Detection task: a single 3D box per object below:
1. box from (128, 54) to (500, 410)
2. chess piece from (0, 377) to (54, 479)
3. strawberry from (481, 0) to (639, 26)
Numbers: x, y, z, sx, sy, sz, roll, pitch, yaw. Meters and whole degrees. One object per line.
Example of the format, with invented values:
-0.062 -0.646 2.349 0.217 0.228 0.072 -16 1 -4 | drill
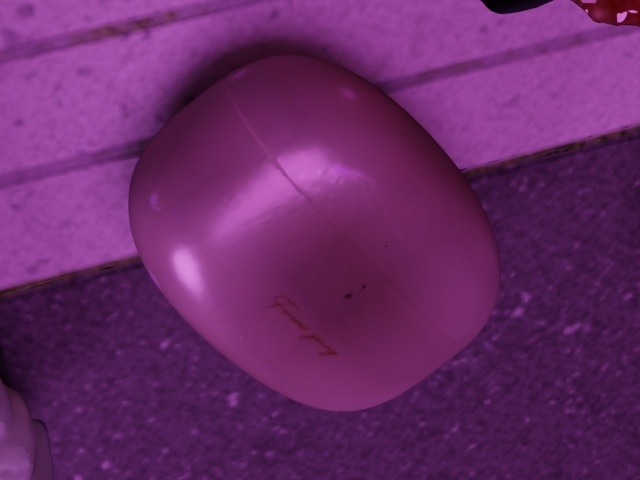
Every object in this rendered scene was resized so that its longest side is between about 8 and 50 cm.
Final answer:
0.000 0.000 0.884 0.146 0.088 0.200 -36 132 10 | box
-0.236 0.061 0.818 0.176 0.176 0.298 -23 144 -3 | chess piece
0.150 -0.154 0.756 0.306 0.233 0.137 2 108 -38 | strawberry
